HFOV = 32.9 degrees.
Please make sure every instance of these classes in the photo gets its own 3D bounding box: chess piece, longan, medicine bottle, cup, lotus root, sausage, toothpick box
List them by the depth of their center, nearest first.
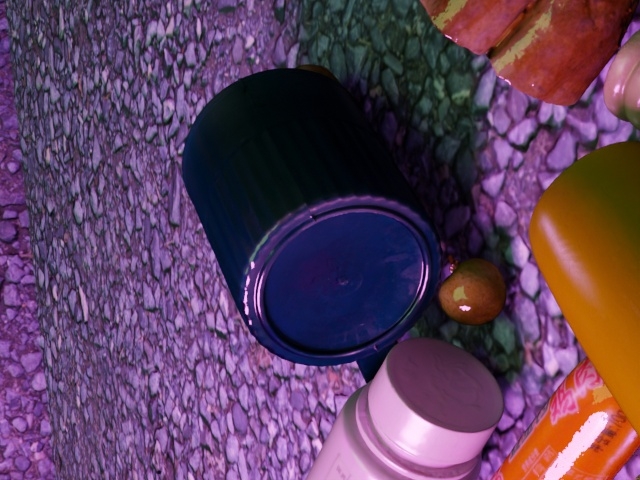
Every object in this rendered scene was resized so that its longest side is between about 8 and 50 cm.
[{"bbox_3d":[0.281,0.046,0.853,0.271,0.175,0.175,62,142,42],"label":"toothpick box"},{"bbox_3d":[0.319,-0.100,0.867,0.170,0.094,0.094,45,131,39],"label":"chess piece"},{"bbox_3d":[0.204,-0.244,0.957,0.180,0.188,0.199,-45,52,40],"label":"lotus root"},{"bbox_3d":[0.235,0.202,1.025,0.093,0.093,0.312,61,141,37],"label":"sausage"},{"bbox_3d":[0.159,0.051,1.160,0.083,0.075,0.075,55,140,17],"label":"longan"},{"bbox_3d":[0.085,0.252,1.216,0.170,0.170,0.293,60,140,39],"label":"medicine bottle"},{"bbox_3d":[-0.017,-0.002,1.252,0.292,0.242,0.308,-119,33,-54],"label":"cup"}]

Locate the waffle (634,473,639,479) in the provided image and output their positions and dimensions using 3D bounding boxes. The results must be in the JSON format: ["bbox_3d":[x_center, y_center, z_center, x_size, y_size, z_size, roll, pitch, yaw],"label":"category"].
[{"bbox_3d":[0.335,0.245,0.910,0.183,0.036,0.169,-48,51,51],"label":"waffle"}]

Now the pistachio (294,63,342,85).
[{"bbox_3d":[-0.007,-0.154,1.416,0.110,0.100,0.189,-88,3,-46],"label":"pistachio"}]
